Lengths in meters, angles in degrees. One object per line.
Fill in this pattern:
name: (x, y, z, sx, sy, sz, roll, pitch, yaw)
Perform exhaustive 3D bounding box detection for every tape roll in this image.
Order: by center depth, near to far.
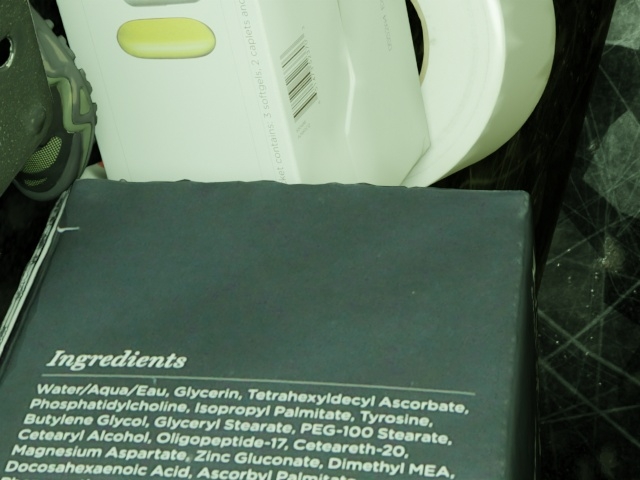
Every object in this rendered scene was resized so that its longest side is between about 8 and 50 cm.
tape roll: (0.048, -0.160, 1.286, 0.169, 0.246, 0.246, -26, 131, -66)

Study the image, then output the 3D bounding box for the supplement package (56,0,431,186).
supplement package: (-0.047, -0.132, 1.079, 0.204, 0.145, 0.262, -51, 135, -50)

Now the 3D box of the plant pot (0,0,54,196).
plant pot: (-0.220, -0.071, 0.679, 0.188, 0.167, 0.187, 87, 27, -50)

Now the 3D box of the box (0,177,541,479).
box: (-0.030, 0.295, 0.913, 0.472, 0.297, 0.480, -79, 166, -48)

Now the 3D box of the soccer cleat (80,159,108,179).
soccer cleat: (-0.129, -0.004, 1.196, 0.076, 0.068, 0.196, -50, 158, 4)

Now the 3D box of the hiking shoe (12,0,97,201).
hiking shoe: (-0.198, -0.090, 0.902, 0.114, 0.086, 0.227, -47, 147, -27)
